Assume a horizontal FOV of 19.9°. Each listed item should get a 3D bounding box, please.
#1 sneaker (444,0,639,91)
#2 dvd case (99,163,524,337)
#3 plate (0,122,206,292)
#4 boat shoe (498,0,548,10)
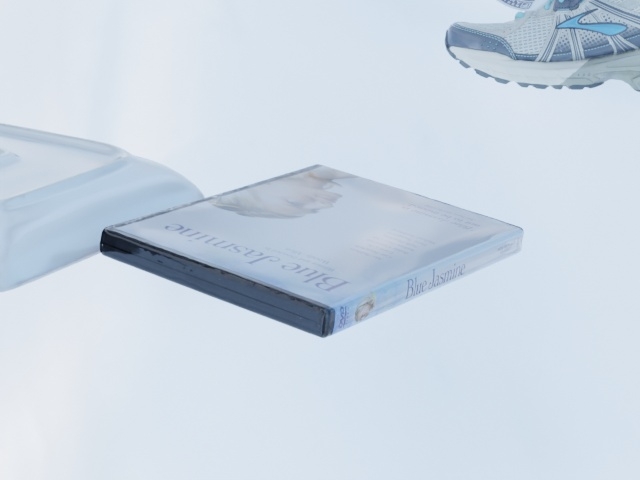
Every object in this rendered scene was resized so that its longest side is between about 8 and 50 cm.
[{"bbox_3d":[0.257,-0.205,1.705,0.110,0.283,0.122,-39,131,-72],"label":"sneaker"},{"bbox_3d":[0.000,0.000,1.223,0.180,0.022,0.253,19,22,30],"label":"dvd case"},{"bbox_3d":[-0.258,-0.040,1.254,0.277,0.045,0.278,12,18,22],"label":"plate"},{"bbox_3d":[0.204,-0.308,1.516,0.096,0.088,0.267,31,54,0],"label":"boat shoe"}]
